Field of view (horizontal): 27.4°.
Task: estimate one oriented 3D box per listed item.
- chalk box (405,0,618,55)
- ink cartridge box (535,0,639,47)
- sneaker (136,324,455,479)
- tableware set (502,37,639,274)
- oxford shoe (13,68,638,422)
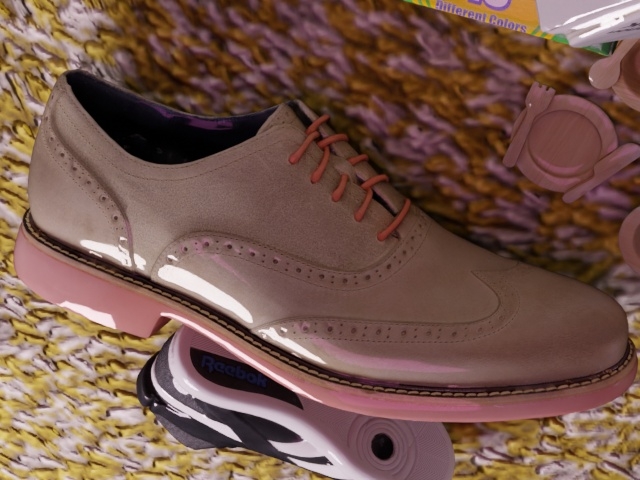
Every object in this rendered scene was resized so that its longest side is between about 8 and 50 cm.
[{"bbox_3d":[0.112,-0.221,0.624,0.132,0.132,0.213,18,124,9],"label":"chalk box"},{"bbox_3d":[0.161,-0.221,0.466,0.114,0.197,0.272,-6,95,61],"label":"ink cartridge box"},{"bbox_3d":[-0.022,0.122,0.908,0.217,0.079,0.121,29,149,-16],"label":"sneaker"},{"bbox_3d":[0.199,-0.051,0.757,0.169,0.020,0.141,37,123,-5],"label":"tableware set"},{"bbox_3d":[0.000,0.000,0.787,0.397,0.140,0.146,13,115,9],"label":"oxford shoe"}]
